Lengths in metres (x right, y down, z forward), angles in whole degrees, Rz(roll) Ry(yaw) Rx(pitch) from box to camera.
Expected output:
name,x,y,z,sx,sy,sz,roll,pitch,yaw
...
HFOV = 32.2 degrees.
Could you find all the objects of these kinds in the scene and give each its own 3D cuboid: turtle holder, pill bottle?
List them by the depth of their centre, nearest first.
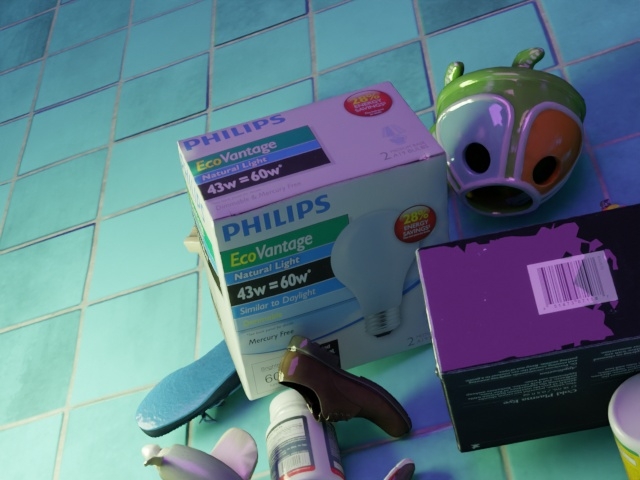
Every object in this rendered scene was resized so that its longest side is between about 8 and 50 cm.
name,x,y,z,sx,sy,sz,roll,pitch,yaw
pill bottle,0.432,0.262,1.366,0.118,0.208,0.117,-16,43,15
pill bottle,-0.025,0.314,1.645,0.108,0.108,0.180,-21,41,8
turtle holder,0.282,-0.167,1.872,0.320,0.243,0.227,3,66,19

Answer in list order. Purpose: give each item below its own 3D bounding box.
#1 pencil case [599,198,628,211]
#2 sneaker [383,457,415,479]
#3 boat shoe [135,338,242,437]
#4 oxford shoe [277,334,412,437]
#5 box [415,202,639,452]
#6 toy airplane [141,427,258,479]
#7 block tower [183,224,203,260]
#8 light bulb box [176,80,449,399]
name,x,y,z,sx,sy,sz,roll,pitch,yaw
pencil case,0.495,0.007,1.634,0.104,0.104,0.236,-35,24,-8
sneaker,0.101,0.382,1.559,0.065,0.061,0.158,28,63,15
boat shoe,-0.179,0.247,1.820,0.258,0.089,0.109,-32,50,-11
oxford shoe,0.031,0.239,1.635,0.096,0.227,0.083,-63,11,-24
box,0.317,0.120,1.437,0.343,0.312,0.179,-11,60,5
toy airplane,-0.235,0.461,1.485,0.384,0.272,0.386,-24,40,4
block tower,-0.146,-0.088,2.140,0.091,0.097,0.335,-1,46,29
light bulb box,0.000,0.000,1.701,0.358,0.361,0.225,-17,40,-11
